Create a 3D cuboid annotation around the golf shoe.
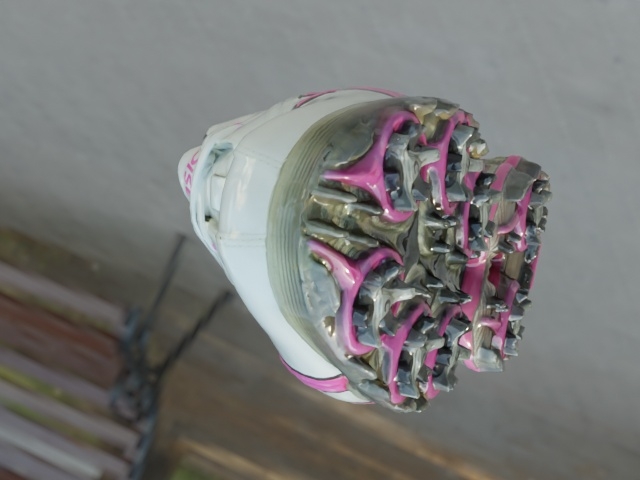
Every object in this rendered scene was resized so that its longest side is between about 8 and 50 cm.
[{"bbox_3d":[0.000,0.000,0.458,0.086,0.067,0.186,12,179,14],"label":"golf shoe"}]
